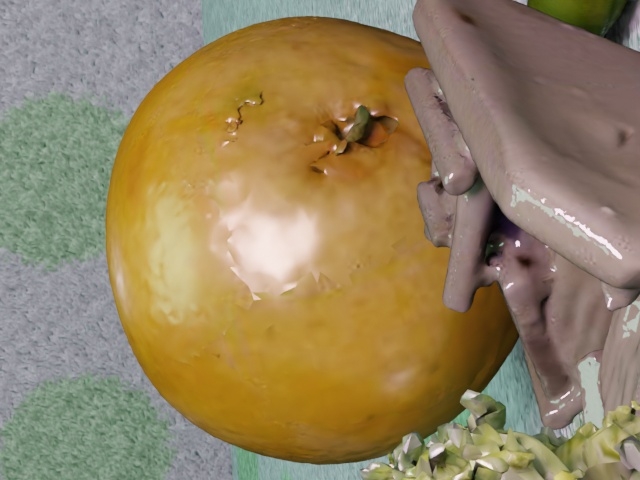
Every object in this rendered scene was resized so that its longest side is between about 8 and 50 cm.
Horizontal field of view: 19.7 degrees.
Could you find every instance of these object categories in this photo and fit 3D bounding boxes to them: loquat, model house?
[{"bbox_3d":[0.000,0.000,1.059,0.263,0.263,0.263,175,90,-81],"label":"loquat"},{"bbox_3d":[0.114,0.010,0.803,0.229,0.122,0.188,-112,17,-54],"label":"model house"}]

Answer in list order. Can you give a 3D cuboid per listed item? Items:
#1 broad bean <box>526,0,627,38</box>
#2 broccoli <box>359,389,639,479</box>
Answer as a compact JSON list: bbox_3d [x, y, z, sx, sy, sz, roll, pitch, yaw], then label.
[{"bbox_3d":[0.127,-0.119,0.879,0.098,0.056,0.318,-116,16,-50],"label":"broad bean"},{"bbox_3d":[0.146,0.080,0.465,0.252,0.221,0.361,-117,34,-50],"label":"broccoli"}]
